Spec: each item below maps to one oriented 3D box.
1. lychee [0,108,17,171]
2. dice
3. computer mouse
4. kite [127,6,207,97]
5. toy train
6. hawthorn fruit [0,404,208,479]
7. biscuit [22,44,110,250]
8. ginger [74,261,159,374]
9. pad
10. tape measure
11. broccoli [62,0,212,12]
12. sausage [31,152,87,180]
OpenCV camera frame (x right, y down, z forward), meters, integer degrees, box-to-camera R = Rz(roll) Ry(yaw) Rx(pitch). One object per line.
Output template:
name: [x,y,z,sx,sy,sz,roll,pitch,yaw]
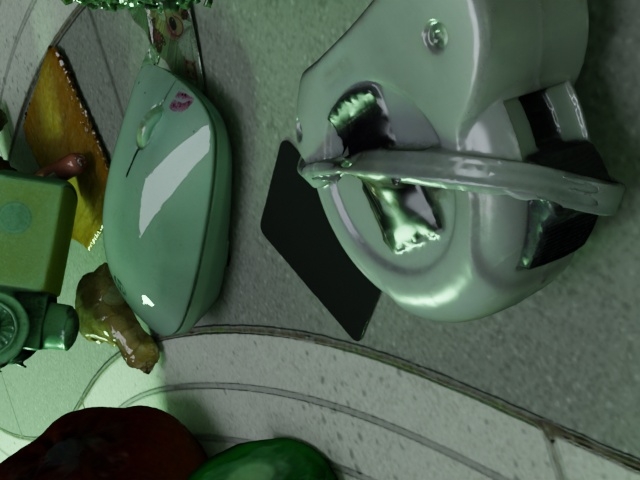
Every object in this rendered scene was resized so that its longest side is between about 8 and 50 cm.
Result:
lychee: [-0.549,-0.032,1.234,0.320,0.270,0.270,62,145,21]
dice: [-0.055,0.273,0.812,0.128,0.131,0.120,1,109,53]
computer mouse: [-0.168,-0.029,0.851,0.159,0.097,0.288,42,139,36]
kite: [-0.171,-0.196,0.857,0.229,0.012,0.250,57,144,22]
toy train: [-0.489,0.023,1.038,0.160,0.397,0.253,136,142,-81]
hawthorn fruit: [-0.255,0.340,1.013,0.295,0.295,0.311,48,163,29]
biscuit: [-0.338,-0.110,1.125,0.237,0.013,0.232,-40,73,55]
ginger: [-0.273,0.112,1.089,0.096,0.067,0.165,-46,66,28]
pad: [0.000,0.000,0.718,0.157,0.003,0.112,48,140,30]
tape measure: [0.072,-0.051,0.498,0.236,0.120,0.197,-29,83,59]
broccoli: [-0.132,-0.338,0.553,0.353,0.275,0.397,-32,84,10]
sausage: [-0.355,-0.088,1.119,0.223,0.029,0.029,-8,99,56]
